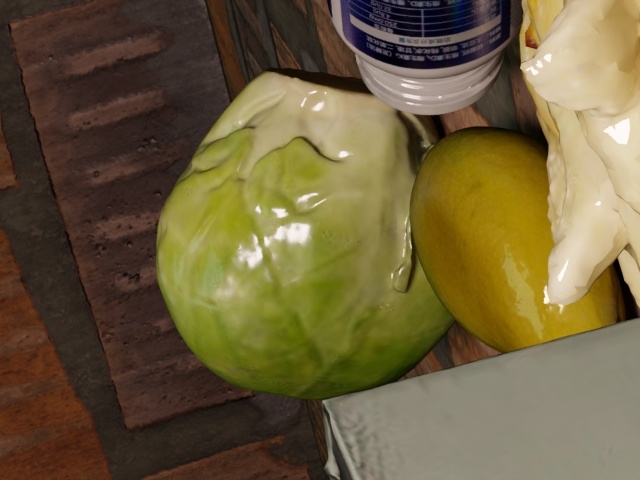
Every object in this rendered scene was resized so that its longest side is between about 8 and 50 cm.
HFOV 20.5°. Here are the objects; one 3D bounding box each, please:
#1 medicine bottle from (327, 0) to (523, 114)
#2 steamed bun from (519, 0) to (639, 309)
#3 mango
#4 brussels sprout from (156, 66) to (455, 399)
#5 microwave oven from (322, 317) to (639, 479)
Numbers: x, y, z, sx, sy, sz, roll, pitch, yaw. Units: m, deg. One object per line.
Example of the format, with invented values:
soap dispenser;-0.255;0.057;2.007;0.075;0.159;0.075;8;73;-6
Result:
medicine bottle;0.053;-0.152;0.886;0.191;0.107;0.107;83;169;-56
steamed bun;0.100;-0.063;0.404;0.292;0.137;0.296;-95;-1;-76
mango;0.108;0.002;0.956;0.191;0.085;0.122;-142;45;-62
brussels sprout;0.000;0.000;1.256;0.244;0.244;0.244;163;90;-83
microwave oven;0.130;0.182;0.552;0.181;0.237;0.295;-115;15;-45
